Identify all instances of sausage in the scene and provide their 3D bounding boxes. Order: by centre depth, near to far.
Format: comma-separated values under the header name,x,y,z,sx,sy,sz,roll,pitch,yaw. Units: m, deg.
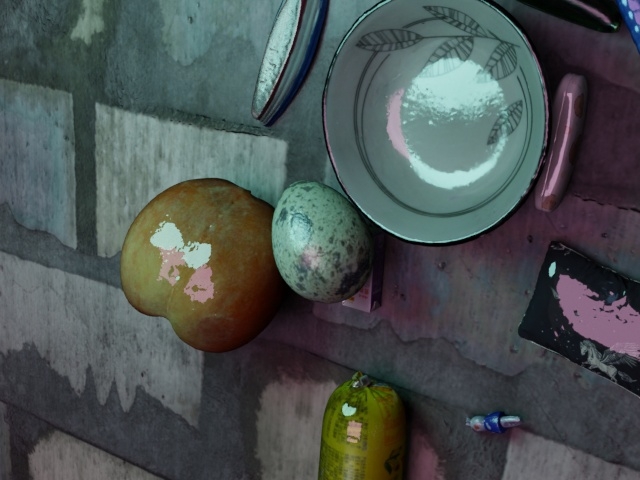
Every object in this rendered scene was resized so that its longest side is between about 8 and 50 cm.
name,x,y,z,sx,sy,sz,roll,pitch,yaw
sausage,0.057,0.352,1.197,0.123,0.123,0.347,13,109,31

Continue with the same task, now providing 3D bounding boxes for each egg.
name,x,y,z,sx,sy,sz,roll,pitch,yaw
egg,0.000,0.000,1.099,0.132,0.132,0.172,-31,76,35

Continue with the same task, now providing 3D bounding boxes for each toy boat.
name,x,y,z,sx,sy,sz,roll,pitch,yaw
toy boat,-0.052,-0.263,1.174,0.080,0.046,0.229,33,115,20

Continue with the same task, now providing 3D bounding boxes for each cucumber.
name,x,y,z,sx,sy,sz,roll,pitch,yaw
cucumber,0.231,-0.312,0.968,0.284,0.056,0.056,39,120,23

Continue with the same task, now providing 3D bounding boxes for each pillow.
name,x,y,z,sx,sy,sz,roll,pitch,yaw
pillow,0.348,0.102,0.988,0.208,0.055,0.141,25,105,26

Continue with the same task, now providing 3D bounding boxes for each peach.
name,x,y,z,sx,sy,sz,roll,pitch,yaw
peach,-0.160,0.029,1.203,0.252,0.252,0.253,9,106,32

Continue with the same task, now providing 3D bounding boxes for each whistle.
name,x,y,z,sx,sy,sz,roll,pitch,yaw
whistle,0.234,0.246,1.113,0.083,0.029,0.033,-16,129,40

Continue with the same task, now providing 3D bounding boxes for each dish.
name,x,y,z,sx,sy,sz,roll,pitch,yaw
dish,0.152,-0.151,1.022,0.316,0.106,0.317,10,107,36

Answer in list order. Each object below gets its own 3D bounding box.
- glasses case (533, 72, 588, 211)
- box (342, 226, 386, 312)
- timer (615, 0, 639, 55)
name,x,y,z,sx,sy,sz,roll,pitch,yaw
glasses case,0.281,-0.114,0.972,0.041,0.063,0.164,17,110,27
box,0.062,0.040,1.172,0.050,0.036,0.117,11,108,32
timer,0.417,-0.276,0.805,0.253,0.078,0.178,-25,88,22
